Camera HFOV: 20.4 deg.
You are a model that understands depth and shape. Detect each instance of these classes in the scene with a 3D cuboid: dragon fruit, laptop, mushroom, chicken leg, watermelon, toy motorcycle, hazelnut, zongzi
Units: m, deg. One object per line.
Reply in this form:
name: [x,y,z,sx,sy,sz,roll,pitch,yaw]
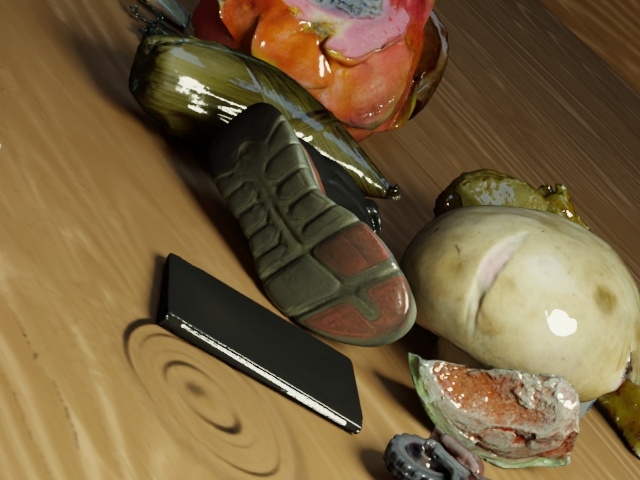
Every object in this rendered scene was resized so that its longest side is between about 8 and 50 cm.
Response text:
dragon fruit: [0.000,-0.254,2.020,0.291,0.189,0.290,15,48,-17]
laptop: [-0.051,0.086,1.497,0.197,0.016,0.135,32,17,-14]
mushroom: [0.191,0.065,1.652,0.255,0.184,0.255,33,8,-5]
chicken leg: [0.263,0.069,1.912,0.361,0.140,0.211,46,40,1]
watermelon: [0.165,0.153,1.554,0.187,0.139,0.071,28,61,-27]
toy motorcycle: [0.147,0.221,1.406,0.212,0.084,0.118,39,26,27]
hazelnut: [0.076,-0.227,2.241,0.170,0.160,0.201,5,22,3]
zongzi: [-0.061,-0.111,1.780,0.242,0.112,0.221,38,15,33]

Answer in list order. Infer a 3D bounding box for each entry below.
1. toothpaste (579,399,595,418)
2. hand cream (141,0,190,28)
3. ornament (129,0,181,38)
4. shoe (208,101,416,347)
toothpaste: [0.182,0.097,1.785,0.234,0.089,0.057,31,37,-1]
hand cream: [-0.215,-0.307,2.145,0.143,0.039,0.061,35,16,-15]
ornament: [-0.185,-0.238,2.036,0.073,0.028,0.125,11,32,-52]
shoe: [0.000,0.000,1.664,0.137,0.114,0.291,37,16,-53]
